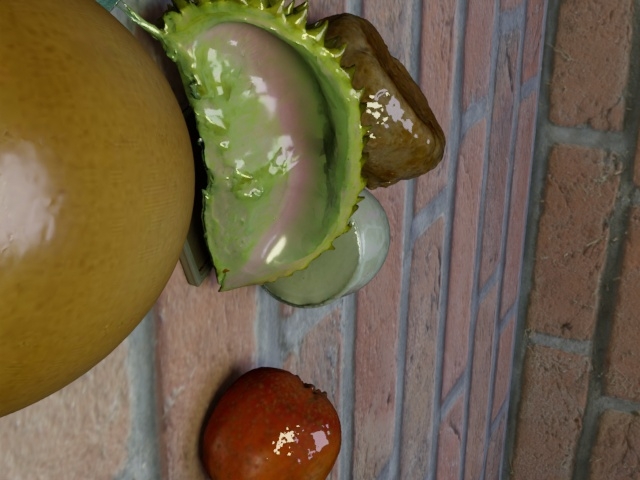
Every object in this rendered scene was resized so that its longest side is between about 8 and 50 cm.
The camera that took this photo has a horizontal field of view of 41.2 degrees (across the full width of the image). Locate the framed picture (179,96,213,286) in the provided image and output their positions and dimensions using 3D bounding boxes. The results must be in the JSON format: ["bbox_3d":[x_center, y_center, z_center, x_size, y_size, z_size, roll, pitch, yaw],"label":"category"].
[{"bbox_3d":[-0.099,-0.097,0.923,0.184,0.016,0.250,76,33,-41],"label":"framed picture"}]

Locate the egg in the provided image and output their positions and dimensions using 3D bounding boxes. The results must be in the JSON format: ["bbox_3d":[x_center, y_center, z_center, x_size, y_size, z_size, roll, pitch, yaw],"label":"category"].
[{"bbox_3d":[-0.195,-0.031,0.452,0.322,0.250,0.250,-19,117,-69],"label":"egg"}]

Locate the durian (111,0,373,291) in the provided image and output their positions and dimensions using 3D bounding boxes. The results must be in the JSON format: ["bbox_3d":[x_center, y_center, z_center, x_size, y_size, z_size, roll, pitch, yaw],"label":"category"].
[{"bbox_3d":[-0.053,-0.098,0.824,0.169,0.157,0.355,-41,138,-30],"label":"durian"}]

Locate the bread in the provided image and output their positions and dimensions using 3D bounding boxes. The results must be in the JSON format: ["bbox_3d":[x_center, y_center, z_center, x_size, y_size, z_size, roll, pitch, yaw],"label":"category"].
[{"bbox_3d":[0.052,-0.163,1.030,0.230,0.123,0.230,49,17,-21],"label":"bread"}]

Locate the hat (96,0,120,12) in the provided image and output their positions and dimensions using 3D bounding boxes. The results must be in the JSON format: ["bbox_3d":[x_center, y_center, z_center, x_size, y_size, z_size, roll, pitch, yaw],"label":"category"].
[{"bbox_3d":[-0.173,-0.244,0.623,0.138,0.078,0.190,-32,128,-57],"label":"hat"}]

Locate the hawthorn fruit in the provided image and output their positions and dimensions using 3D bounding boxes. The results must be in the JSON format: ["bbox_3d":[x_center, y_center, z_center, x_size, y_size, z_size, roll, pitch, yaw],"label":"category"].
[{"bbox_3d":[-0.093,0.282,0.992,0.285,0.165,0.165,-53,153,-1],"label":"hawthorn fruit"}]

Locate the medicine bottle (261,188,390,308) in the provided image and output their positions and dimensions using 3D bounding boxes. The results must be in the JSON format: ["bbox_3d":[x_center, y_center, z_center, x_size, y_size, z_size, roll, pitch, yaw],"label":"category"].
[{"bbox_3d":[0.000,0.000,1.012,0.143,0.147,0.147,-18,116,-68],"label":"medicine bottle"}]
